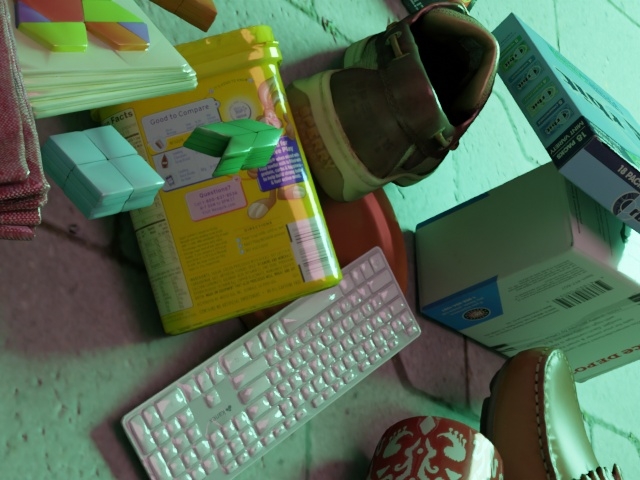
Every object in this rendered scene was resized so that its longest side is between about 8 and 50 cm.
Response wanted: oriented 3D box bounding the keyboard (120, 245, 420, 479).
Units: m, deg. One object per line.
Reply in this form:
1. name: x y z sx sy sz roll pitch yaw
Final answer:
1. keyboard: -0.024 0.086 0.958 0.256 0.014 0.072 -33 105 -42

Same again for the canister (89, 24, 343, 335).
1. canister: -0.066 -0.036 0.928 0.126 0.073 0.170 -17 87 -8

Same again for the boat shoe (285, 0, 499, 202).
1. boat shoe: 0.082 -0.115 1.096 0.123 0.123 0.342 64 20 -1

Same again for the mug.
1. mug: 0.058 0.219 0.980 0.113 0.150 0.169 20 42 1

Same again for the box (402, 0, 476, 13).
1. box: 0.073 -0.316 1.302 0.233 0.044 0.159 52 39 -18

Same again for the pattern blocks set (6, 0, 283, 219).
1. pattern blocks set: -0.164 -0.141 0.806 0.325 0.026 0.285 41 32 11

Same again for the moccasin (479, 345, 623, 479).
1. moccasin: 0.213 0.255 1.040 0.139 0.147 0.380 22 50 -55

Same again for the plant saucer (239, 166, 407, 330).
1. plant saucer: 0.000 0.000 1.055 0.200 0.037 0.200 26 53 -40

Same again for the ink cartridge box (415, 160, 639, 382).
1. ink cartridge box: 0.197 0.032 1.186 0.203 0.148 0.086 27 48 -41

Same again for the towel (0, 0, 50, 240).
1. towel: -0.289 -0.107 0.621 0.329 0.037 0.237 4 46 -29

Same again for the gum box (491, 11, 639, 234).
1. gum box: 0.212 -0.079 1.129 0.157 0.041 0.184 33 21 -33
